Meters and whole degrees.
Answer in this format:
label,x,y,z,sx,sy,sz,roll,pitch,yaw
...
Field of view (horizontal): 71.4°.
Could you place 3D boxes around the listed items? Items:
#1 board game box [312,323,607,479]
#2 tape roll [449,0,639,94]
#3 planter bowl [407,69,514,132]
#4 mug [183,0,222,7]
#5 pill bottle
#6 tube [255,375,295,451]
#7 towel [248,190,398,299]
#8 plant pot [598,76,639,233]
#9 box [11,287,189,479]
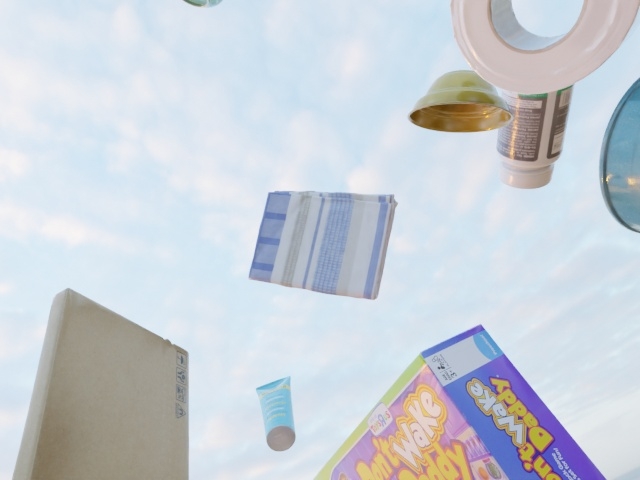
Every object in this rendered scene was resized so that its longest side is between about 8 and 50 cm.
label,x,y,z,sx,sy,sz,roll,pitch,yaw
board game box,0.120,0.277,0.430,0.078,0.233,0.347,-14,-36,-30
tape roll,0.357,-0.389,0.712,0.100,0.286,0.286,-38,-27,-35
planter bowl,0.297,-0.300,0.946,0.217,0.217,0.090,5,-90,-34
mug,-0.245,-0.538,0.918,0.129,0.097,0.158,11,-9,21
pill bottle,0.683,-0.363,1.443,0.204,0.204,0.361,-17,-54,-11
tube,-0.086,0.331,0.882,0.080,0.207,0.052,-13,-78,-8
towel,0.000,0.000,0.887,0.285,0.209,0.034,6,-14,25
plant pot,0.585,-0.113,0.588,0.272,0.255,0.271,-5,-75,-17
box,-0.167,0.158,0.370,0.021,0.201,0.164,-24,-40,12
